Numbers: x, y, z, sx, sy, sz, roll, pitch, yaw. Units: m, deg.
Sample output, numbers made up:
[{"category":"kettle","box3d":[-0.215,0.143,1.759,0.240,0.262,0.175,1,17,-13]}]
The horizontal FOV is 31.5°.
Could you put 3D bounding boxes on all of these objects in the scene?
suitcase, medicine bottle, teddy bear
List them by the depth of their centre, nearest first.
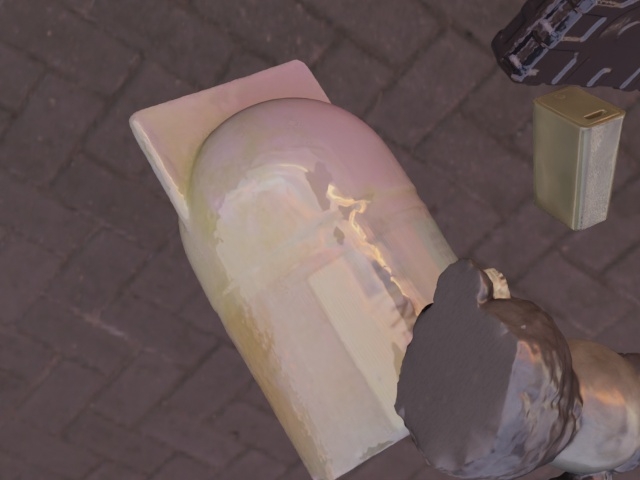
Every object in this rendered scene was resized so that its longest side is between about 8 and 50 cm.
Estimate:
[{"category":"teddy bear","box3d":[0.162,0.135,0.867,0.251,0.144,0.171,27,91,-37]},{"category":"medicine bottle","box3d":[-0.003,0.012,1.129,0.235,0.235,0.406,-36,79,29]},{"category":"suitcase","box3d":[0.347,-0.252,1.267,0.285,0.066,0.206,-3,147,-40]}]

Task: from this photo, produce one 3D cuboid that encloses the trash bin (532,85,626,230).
[{"category":"trash bin","box3d":[0.191,-0.060,0.856,0.043,0.061,0.092,-20,126,-25]}]
